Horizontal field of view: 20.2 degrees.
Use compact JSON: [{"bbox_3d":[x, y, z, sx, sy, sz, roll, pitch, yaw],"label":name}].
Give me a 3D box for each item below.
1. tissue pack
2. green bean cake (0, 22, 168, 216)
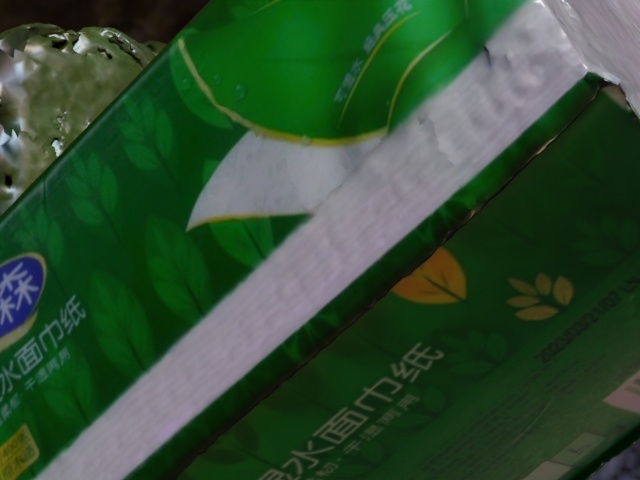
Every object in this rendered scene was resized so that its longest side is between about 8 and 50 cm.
[{"bbox_3d":[-0.002,0.000,0.481,0.209,0.148,0.156,-42,56,20],"label":"tissue pack"},{"bbox_3d":[-0.104,0.010,0.893,0.113,0.200,0.214,-11,67,59],"label":"green bean cake"}]
